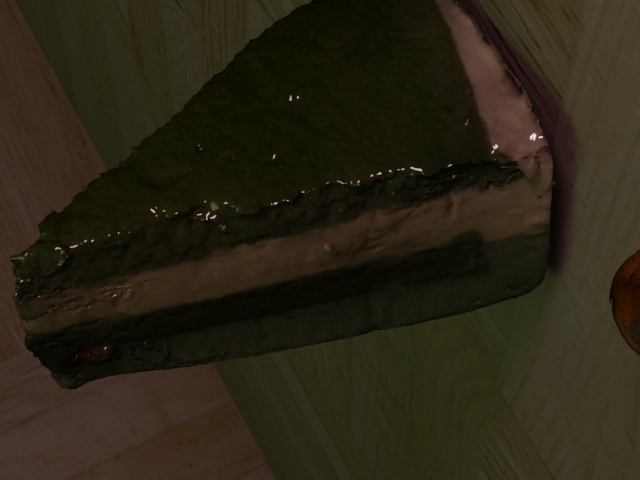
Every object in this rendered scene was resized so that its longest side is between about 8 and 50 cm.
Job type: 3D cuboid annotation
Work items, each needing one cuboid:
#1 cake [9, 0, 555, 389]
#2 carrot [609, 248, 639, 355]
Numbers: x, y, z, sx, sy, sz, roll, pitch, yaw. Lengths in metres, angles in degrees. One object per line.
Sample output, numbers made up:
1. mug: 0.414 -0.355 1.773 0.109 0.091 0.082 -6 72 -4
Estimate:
1. cake: -0.005 0.002 0.957 0.172 0.283 0.158 38 154 29
2. carrot: 0.180 0.035 0.758 0.161 0.055 0.055 18 132 63
